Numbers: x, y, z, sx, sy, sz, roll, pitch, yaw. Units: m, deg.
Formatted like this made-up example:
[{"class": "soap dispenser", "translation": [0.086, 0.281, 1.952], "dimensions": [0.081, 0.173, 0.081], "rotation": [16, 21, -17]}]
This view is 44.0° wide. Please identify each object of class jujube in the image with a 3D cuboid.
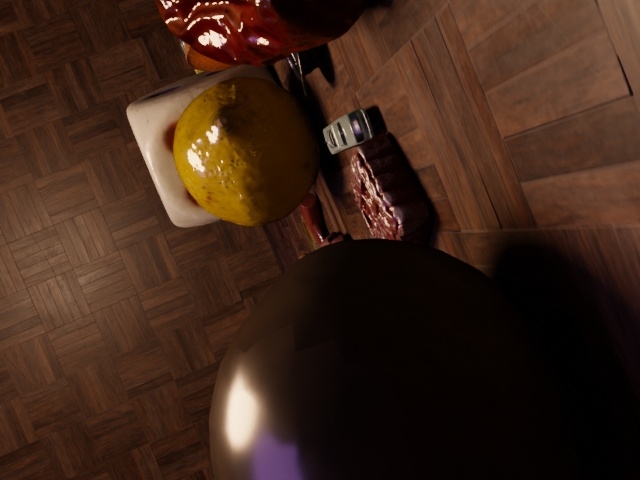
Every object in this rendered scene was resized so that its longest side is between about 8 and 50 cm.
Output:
[{"class": "jujube", "translation": [-0.066, -0.294, 0.877], "dimensions": [0.342, 0.216, 0.216], "rotation": [26, 140, 60]}]

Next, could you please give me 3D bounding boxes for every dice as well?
[{"class": "dice", "translation": [-0.221, -0.211, 1.675], "dimensions": [0.304, 0.304, 0.277], "rotation": [-138, 27, -72]}]

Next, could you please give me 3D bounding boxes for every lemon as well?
[{"class": "lemon", "translation": [-0.129, -0.155, 1.392], "dimensions": [0.310, 0.258, 0.258], "rotation": [70, 175, -72]}]

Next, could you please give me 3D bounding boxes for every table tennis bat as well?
[{"class": "table tennis bat", "translation": [0.000, 0.000, 1.799], "dimensions": [0.200, 0.038, 0.310], "rotation": [60, 173, 36]}]

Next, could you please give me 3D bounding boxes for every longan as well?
[{"class": "longan", "translation": [0.068, 0.187, 0.756], "dimensions": [0.404, 0.336, 0.404], "rotation": [59, 172, 13]}]

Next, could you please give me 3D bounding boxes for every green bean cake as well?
[{"class": "green bean cake", "translation": [0.084, -0.050, 0.997], "dimensions": [0.135, 0.056, 0.136], "rotation": [83, 162, -67]}]

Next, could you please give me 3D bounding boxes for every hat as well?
[{"class": "hat", "translation": [-0.028, -0.270, 1.136], "dimensions": [0.121, 0.050, 0.121], "rotation": [61, 174, 11]}]

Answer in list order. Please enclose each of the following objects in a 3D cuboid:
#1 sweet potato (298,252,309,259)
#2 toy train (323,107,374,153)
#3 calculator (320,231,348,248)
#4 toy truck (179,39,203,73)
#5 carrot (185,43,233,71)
[{"class": "sweet potato", "translation": [0.016, 0.124, 1.555], "dimensions": [0.314, 0.072, 0.066], "rotation": [51, 174, 43]}, {"class": "toy train", "translation": [0.037, -0.146, 1.071], "dimensions": [0.207, 0.047, 0.043], "rotation": [-163, 53, -82]}, {"class": "calculator", "translation": [0.071, 0.093, 1.526], "dimensions": [0.329, 0.048, 0.220], "rotation": [-153, 42, -74]}, {"class": "toy truck", "translation": [-0.255, -0.442, 1.905], "dimensions": [0.272, 0.124, 0.157], "rotation": [-138, 27, -73]}, {"class": "carrot", "translation": [-0.186, -0.438, 1.415], "dimensions": [0.159, 0.159, 0.225], "rotation": [105, 150, -78]}]
